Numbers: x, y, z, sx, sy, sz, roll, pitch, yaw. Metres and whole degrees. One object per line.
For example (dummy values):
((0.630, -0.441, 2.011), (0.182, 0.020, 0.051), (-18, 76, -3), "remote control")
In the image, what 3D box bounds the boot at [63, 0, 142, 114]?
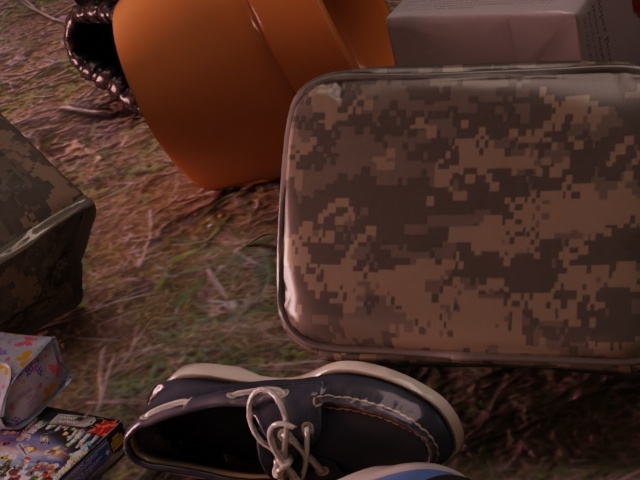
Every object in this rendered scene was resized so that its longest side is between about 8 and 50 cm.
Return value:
((-0.208, -0.253, 1.923), (0.348, 0.131, 0.260), (9, 35, 35), "boot")

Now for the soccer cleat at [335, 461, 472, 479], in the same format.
((-0.038, 0.236, 0.992), (0.331, 0.116, 0.143), (-30, 16, -31), "soccer cleat")

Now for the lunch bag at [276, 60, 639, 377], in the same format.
((0.140, -0.009, 1.234), (0.305, 0.212, 0.256), (0, -7, 23), "lunch bag")

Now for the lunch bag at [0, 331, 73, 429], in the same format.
((-0.241, 0.107, 1.301), (0.071, 0.053, 0.083), (4, 37, 36), "lunch bag")

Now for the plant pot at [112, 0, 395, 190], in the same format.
((-0.054, -0.175, 1.586), (0.203, 0.291, 0.291), (-25, 25, 14), "plant pot")

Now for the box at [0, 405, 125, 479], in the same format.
((-0.223, 0.159, 1.282), (0.137, 0.027, 0.094), (6, 32, 33), "box")

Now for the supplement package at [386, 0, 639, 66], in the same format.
((0.207, -0.186, 1.559), (0.175, 0.177, 0.293), (1, 32, 28), "supplement package")

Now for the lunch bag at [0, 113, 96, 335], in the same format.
((-0.365, 0.007, 1.401), (0.287, 0.169, 0.235), (-33, 66, -34), "lunch bag")

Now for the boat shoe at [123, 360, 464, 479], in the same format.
((-0.025, 0.131, 1.171), (0.254, 0.095, 0.079), (5, 31, 34), "boat shoe")

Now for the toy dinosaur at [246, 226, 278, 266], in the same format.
((0.000, 0.000, 1.446), (0.093, 0.053, 0.183), (-25, 30, -16), "toy dinosaur")
